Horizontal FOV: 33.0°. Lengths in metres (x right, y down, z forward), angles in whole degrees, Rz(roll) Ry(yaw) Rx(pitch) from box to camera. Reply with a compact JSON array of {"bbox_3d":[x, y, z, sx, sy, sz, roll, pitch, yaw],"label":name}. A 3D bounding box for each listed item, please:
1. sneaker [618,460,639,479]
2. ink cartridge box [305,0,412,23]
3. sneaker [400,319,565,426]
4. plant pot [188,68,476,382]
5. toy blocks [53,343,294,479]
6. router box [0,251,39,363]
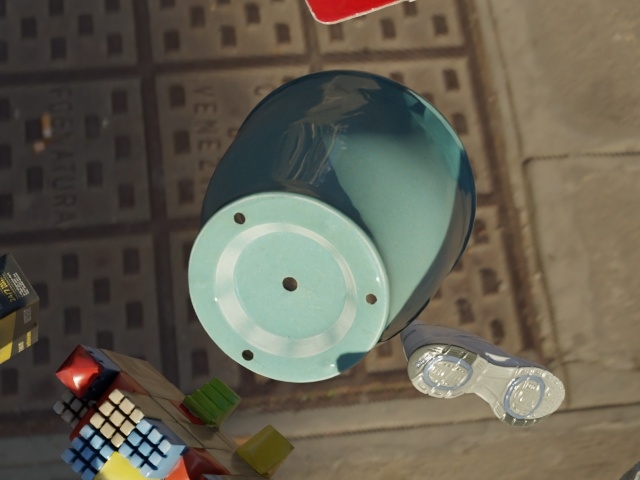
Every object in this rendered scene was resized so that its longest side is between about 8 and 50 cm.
[{"bbox_3d":[0.483,0.395,1.415,0.099,0.121,0.262,7,33,-46],"label":"sneaker"},{"bbox_3d":[0.068,-0.345,0.805,0.271,0.130,0.310,-21,64,-8],"label":"ink cartridge box"},{"bbox_3d":[0.249,0.188,1.643,0.297,0.129,0.111,25,110,-26],"label":"sneaker"},{"bbox_3d":[0.000,0.000,1.038,0.271,0.272,0.255,25,27,4],"label":"plant pot"},{"bbox_3d":[-0.197,0.255,1.302,0.381,0.261,0.191,39,90,21],"label":"toy blocks"},{"bbox_3d":[-0.528,0.147,1.545,0.243,0.309,0.081,-32,84,-20],"label":"router box"}]
